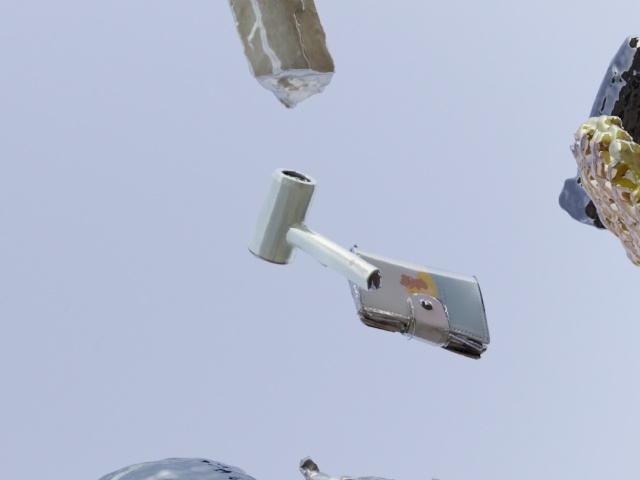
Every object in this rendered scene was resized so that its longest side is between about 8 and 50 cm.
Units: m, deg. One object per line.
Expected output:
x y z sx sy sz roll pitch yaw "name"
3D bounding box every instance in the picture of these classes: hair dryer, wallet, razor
0.000 0.000 1.245 0.073 0.236 0.131 1 -65 -47 "hair dryer"
0.146 0.096 1.356 0.231 0.069 0.170 15 -143 -18 "wallet"
0.523 -0.170 1.479 0.189 0.107 0.326 7 -70 -25 "razor"

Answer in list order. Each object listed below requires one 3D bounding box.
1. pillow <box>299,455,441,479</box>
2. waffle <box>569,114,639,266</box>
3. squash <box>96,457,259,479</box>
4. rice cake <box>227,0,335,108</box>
0.062 0.320 0.862 0.059 0.169 0.255 -49 -44 -45 "pillow"
0.328 -0.017 0.871 0.059 0.238 0.243 -33 -93 8 "waffle"
-0.105 0.285 0.648 0.165 0.252 0.252 10 -97 -39 "squash"
-0.050 -0.209 0.549 0.052 0.057 0.256 -17 -92 -2 "rice cake"
